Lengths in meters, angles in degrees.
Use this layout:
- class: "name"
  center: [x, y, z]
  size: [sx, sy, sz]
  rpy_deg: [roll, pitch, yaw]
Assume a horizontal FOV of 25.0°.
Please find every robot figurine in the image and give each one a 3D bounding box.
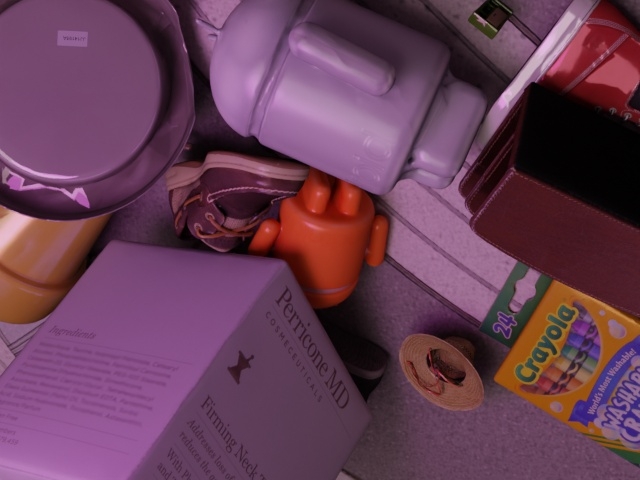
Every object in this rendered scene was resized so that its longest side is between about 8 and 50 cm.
- class: "robot figurine"
  center: [-0.002, 0.000, 1.924]
  size: [0.128, 0.158, 0.219]
  rpy_deg: [35, 132, 28]
- class: "robot figurine"
  center: [0.018, -0.185, 1.731]
  size: [0.353, 0.199, 0.300]
  rpy_deg: [24, 167, 2]

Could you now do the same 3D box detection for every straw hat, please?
- class: "straw hat"
  center: [0.179, 0.163, 1.972]
  size: [0.144, 0.061, 0.144]
  rpy_deg: [29, 142, 25]

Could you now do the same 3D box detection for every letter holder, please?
- class: "letter holder"
  center: [0.317, -0.007, 1.678]
  size: [0.302, 0.152, 0.214]
  rpy_deg: [25, 137, -7]

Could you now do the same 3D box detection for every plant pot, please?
- class: "plant pot"
  center: [-0.411, -0.049, 2.057]
  size: [0.254, 0.254, 0.239]
  rpy_deg: [45, 114, -3]

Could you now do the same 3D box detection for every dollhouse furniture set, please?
- class: "dollhouse furniture set"
  center: [0.229, -0.306, 1.652]
  size: [0.076, 0.058, 0.151]
  rpy_deg: [40, 130, 1]

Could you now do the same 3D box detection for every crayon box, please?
- class: "crayon box"
  center: [0.366, 0.150, 1.848]
  size: [0.323, 0.083, 0.203]
  rpy_deg: [31, 129, 9]

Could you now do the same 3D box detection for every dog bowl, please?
- class: "dog bowl"
  center: [-0.329, -0.198, 1.887]
  size: [0.349, 0.102, 0.348]
  rpy_deg: [0, 90, -2]

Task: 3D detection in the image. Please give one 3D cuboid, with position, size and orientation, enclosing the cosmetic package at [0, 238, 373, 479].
- class: "cosmetic package"
  center: [-0.202, 0.254, 1.911]
  size: [0.327, 0.393, 0.329]
  rpy_deg: [6, 138, 38]

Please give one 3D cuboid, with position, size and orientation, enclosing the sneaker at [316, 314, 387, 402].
- class: "sneaker"
  center: [-0.023, 0.173, 2.073]
  size: [0.222, 0.083, 0.118]
  rpy_deg: [28, 129, 10]

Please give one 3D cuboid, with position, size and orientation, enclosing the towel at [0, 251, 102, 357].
- class: "towel"
  center: [-0.340, 0.188, 2.274]
  size: [0.324, 0.056, 0.312]
  rpy_deg: [-29, 103, 37]

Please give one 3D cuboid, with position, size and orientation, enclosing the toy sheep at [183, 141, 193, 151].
- class: "toy sheep"
  center: [-0.238, -0.147, 1.992]
  size: [0.132, 0.091, 0.091]
  rpy_deg: [14, 126, 4]

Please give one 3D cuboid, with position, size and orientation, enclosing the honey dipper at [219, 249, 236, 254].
- class: "honey dipper"
  center: [-0.165, -0.018, 2.066]
  size: [0.030, 0.030, 0.160]
  rpy_deg: [-29, 101, 38]

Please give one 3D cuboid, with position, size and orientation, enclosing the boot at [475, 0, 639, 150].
- class: "boot"
  center: [0.306, -0.153, 1.691]
  size: [0.176, 0.088, 0.244]
  rpy_deg: [38, 126, 1]

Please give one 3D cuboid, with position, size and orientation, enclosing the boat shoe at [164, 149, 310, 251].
- class: "boat shoe"
  center: [-0.115, -0.046, 1.873]
  size: [0.342, 0.123, 0.123]
  rpy_deg: [-3, 82, 61]
